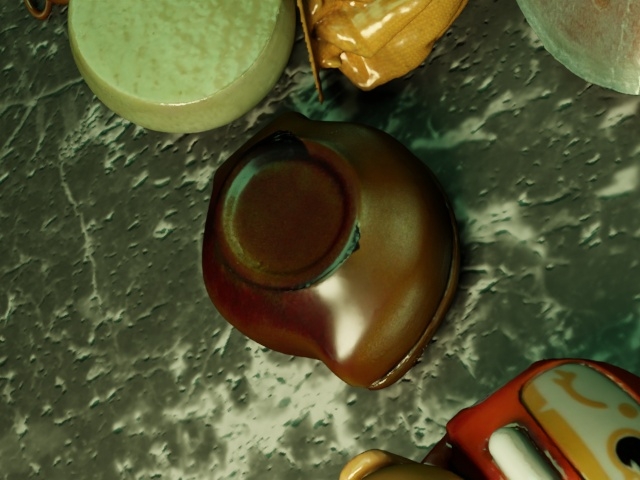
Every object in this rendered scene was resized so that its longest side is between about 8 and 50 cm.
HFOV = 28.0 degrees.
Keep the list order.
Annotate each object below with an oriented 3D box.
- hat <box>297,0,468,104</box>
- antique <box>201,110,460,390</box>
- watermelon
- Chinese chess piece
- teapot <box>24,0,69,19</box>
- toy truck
[{"bbox_3d":[0.087,-0.264,1.195,0.233,0.244,0.233,-11,99,3],"label":"hat"},{"bbox_3d":[0.000,0.000,1.123,0.223,0.129,0.278,-37,52,13],"label":"antique"},{"bbox_3d":[0.258,-0.283,1.053,0.148,0.226,0.318,-17,80,-22],"label":"watermelon"},{"bbox_3d":[-0.134,-0.220,1.283,0.238,0.092,0.237,-2,76,6],"label":"Chinese chess piece"},{"bbox_3d":[-0.296,-0.315,1.466,0.173,0.116,0.116,-42,49,41],"label":"teapot"},{"bbox_3d":[0.135,0.189,0.886,0.265,0.239,0.189,-43,54,6],"label":"toy truck"}]
